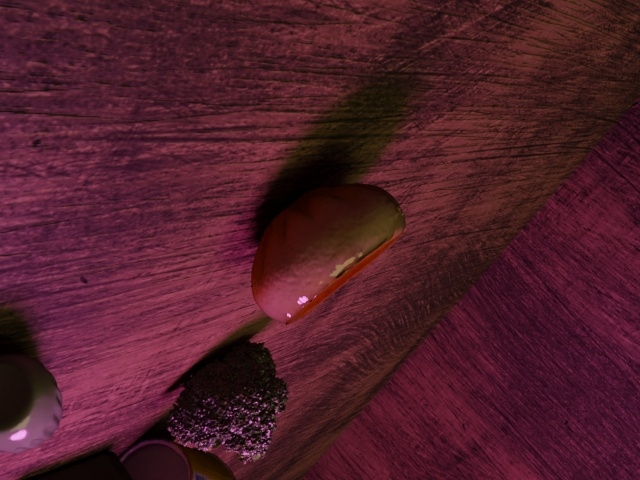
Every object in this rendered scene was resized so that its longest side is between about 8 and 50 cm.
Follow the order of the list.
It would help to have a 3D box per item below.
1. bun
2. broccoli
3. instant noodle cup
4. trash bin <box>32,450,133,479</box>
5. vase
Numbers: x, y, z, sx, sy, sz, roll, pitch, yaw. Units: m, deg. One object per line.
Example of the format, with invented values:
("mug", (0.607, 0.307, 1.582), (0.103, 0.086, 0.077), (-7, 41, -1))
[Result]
("bun", (0.000, 0.000, 1.336), (0.299, 0.165, 0.299), (-38, 175, -4))
("broccoli", (-0.224, 0.393, 1.707), (0.252, 0.221, 0.361), (-76, -168, -50))
("instant noodle cup", (-0.332, 0.561, 1.714), (0.264, 0.264, 0.200), (-41, 146, -7))
("trash bin", (-0.497, 0.523, 1.518), (0.164, 0.122, 0.240), (-50, 157, 18))
("vase", (-0.417, 0.234, 1.086), (0.128, 0.128, 0.248), (-37, 169, -18))
